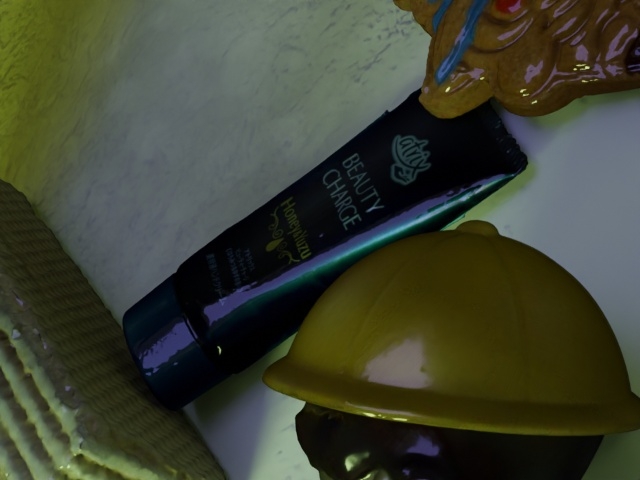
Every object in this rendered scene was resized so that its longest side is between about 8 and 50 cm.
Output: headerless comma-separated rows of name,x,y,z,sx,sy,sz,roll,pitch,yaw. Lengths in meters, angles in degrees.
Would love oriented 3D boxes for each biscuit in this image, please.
biscuit,0.143,-0.143,1.047,0.280,0.043,0.183,19,74,49
biscuit,-0.200,0.056,1.166,0.078,0.144,0.426,-51,39,6

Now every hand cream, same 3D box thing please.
hand cream,0.000,0.000,1.087,0.270,0.061,0.120,-35,39,10

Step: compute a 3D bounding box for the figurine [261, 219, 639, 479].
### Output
figurine,0.039,0.113,0.869,0.256,0.167,0.192,-54,13,4
